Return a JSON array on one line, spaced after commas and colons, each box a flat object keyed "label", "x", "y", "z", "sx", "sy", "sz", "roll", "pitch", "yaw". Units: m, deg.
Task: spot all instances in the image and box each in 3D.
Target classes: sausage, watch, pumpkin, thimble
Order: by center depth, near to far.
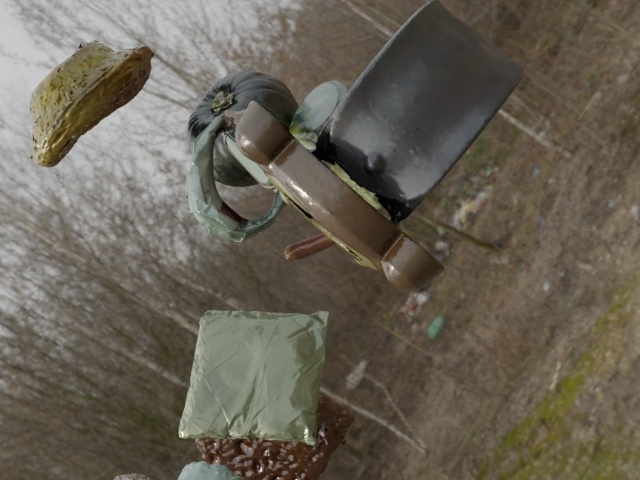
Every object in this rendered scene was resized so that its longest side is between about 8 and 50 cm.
[{"label": "watch", "x": 0.102, "y": -0.142, "z": 1.007, "sx": 0.327, "sy": 0.314, "sz": 0.335, "roll": -49, "pitch": -2, "yaw": -2}, {"label": "thimble", "x": -0.224, "y": 0.576, "z": 1.562, "sx": 0.171, "sy": 0.205, "sz": 0.250, "roll": -65, "pitch": 3, "yaw": -29}, {"label": "watch", "x": -0.187, "y": -0.129, "z": 1.638, "sx": 0.241, "sy": 0.253, "sz": 0.162, "roll": -44, "pitch": 0, "yaw": -21}, {"label": "sausage", "x": 0.000, "y": 0.001, "z": 1.705, "sx": 0.177, "sy": 0.047, "sz": 0.040, "roll": -23, "pitch": 48, "yaw": 8}, {"label": "pumpkin", "x": -0.201, "y": -0.297, "z": 1.991, "sx": 0.323, "sy": 0.241, "sz": 0.323, "roll": -29, "pitch": 40, "yaw": 28}]

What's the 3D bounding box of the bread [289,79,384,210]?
[{"label": "bread", "x": 0.089, "y": -0.239, "z": 1.770, "sx": 0.239, "sy": 0.264, "sz": 0.395, "roll": -48, "pitch": 25, "yaw": -17}]

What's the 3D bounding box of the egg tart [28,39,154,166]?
[{"label": "egg tart", "x": -0.631, "y": -0.386, "z": 1.983, "sx": 0.443, "sy": 0.178, "sz": 0.443, "roll": -42, "pitch": 13, "yaw": 12}]

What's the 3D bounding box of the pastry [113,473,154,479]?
[{"label": "pastry", "x": -0.393, "y": 0.629, "z": 1.723, "sx": 0.265, "sy": 0.112, "sz": 0.102, "roll": 30, "pitch": 95, "yaw": 53}]

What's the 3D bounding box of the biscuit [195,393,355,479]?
[{"label": "biscuit", "x": -0.144, "y": 0.538, "z": 2.082, "sx": 0.342, "sy": 0.395, "sz": 0.166, "roll": -64, "pitch": -6, "yaw": 25}]

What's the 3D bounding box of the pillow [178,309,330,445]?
[{"label": "pillow", "x": -0.128, "y": 0.259, "z": 1.476, "sx": 0.076, "sy": 0.281, "sz": 0.274, "roll": 68, "pitch": -155, "yaw": -56}]
